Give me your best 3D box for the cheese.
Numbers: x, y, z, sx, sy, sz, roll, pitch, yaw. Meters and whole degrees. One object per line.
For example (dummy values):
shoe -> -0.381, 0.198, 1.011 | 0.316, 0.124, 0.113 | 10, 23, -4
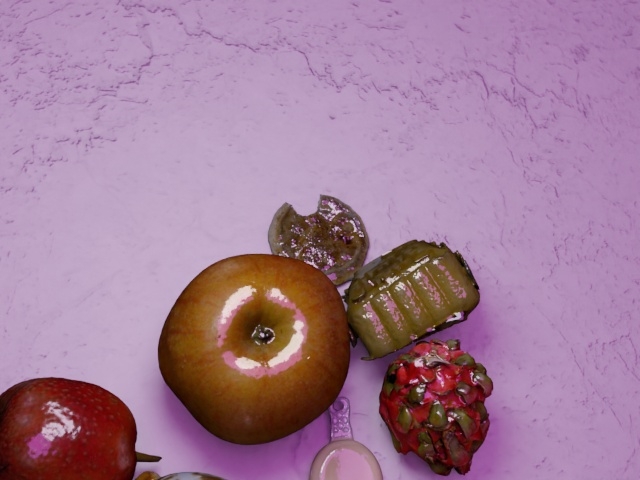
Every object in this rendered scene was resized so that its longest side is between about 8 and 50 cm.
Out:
cheese -> 0.068, 0.467, 1.798 | 0.163, 0.071, 0.249 | 17, 63, -1

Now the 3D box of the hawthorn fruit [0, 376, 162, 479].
hawthorn fruit -> -0.484, 0.410, 1.639 | 0.369, 0.285, 0.284 | 10, 62, -29

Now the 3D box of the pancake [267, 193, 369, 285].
pancake -> 0.000, 0.000, 2.020 | 0.254, 0.037, 0.253 | 4, 64, -8

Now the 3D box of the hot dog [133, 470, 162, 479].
hot dog -> -0.416, 0.578, 1.658 | 0.083, 0.068, 0.289 | 12, 54, 42

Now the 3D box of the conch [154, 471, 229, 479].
conch -> -0.186, 0.564, 1.632 | 0.368, 0.197, 0.249 | 10, 54, -31

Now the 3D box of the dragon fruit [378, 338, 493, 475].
dragon fruit -> 0.251, 0.359, 1.781 | 0.231, 0.237, 0.302 | -18, 102, -32

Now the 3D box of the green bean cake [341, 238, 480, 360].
green bean cake -> 0.190, 0.115, 1.901 | 0.310, 0.285, 0.202 | -29, 91, 5

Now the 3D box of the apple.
apple -> -0.135, 0.216, 1.716 | 0.400, 0.333, 0.400 | -1, 79, 8
